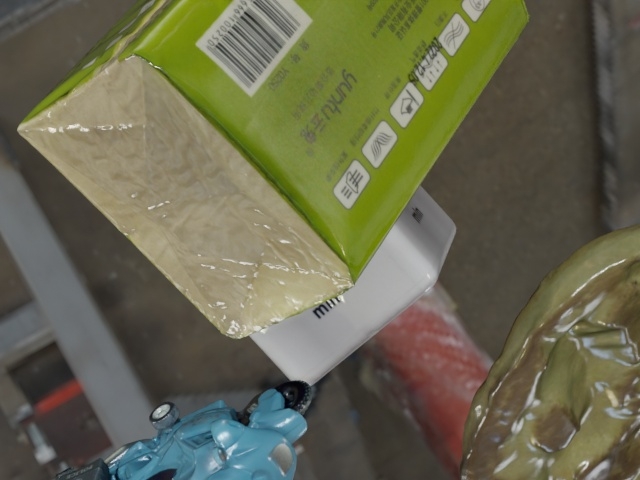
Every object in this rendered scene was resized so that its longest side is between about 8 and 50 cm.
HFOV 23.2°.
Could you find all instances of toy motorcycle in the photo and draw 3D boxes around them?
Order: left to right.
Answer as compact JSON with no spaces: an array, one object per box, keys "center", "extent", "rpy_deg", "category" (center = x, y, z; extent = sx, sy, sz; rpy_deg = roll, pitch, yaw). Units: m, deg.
[{"center":[-0.126,0.228,1.460],"extent":[0.272,0.182,0.124],"rpy_deg":[-27,114,14],"category":"toy motorcycle"}]

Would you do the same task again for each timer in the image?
[{"center":[0.000,0.000,1.591],"extent":[0.192,0.195,0.194],"rpy_deg":[-40,-173,21],"category":"timer"}]

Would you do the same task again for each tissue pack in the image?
[{"center":[-0.021,-0.110,1.017],"extent":[0.167,0.200,0.275],"rpy_deg":[-26,-157,49],"category":"tissue pack"}]

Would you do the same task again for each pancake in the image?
[{"center":[0.216,0.094,1.087],"extent":[0.294,0.049,0.294],"rpy_deg":[-20,135,-21],"category":"pancake"}]
